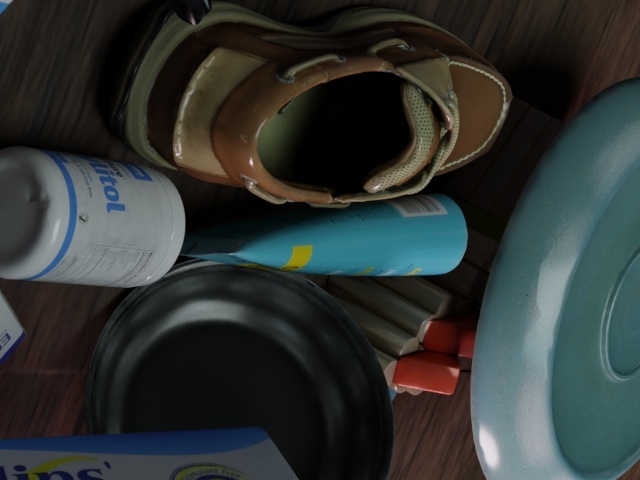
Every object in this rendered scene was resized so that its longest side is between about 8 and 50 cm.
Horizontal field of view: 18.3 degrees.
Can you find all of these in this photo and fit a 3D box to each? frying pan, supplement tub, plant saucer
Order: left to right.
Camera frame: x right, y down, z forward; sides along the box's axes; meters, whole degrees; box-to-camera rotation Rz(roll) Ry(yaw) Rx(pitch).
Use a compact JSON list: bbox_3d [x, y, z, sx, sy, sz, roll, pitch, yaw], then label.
[{"bbox_3d":[-0.131,-0.011,1.063,0.107,0.071,0.071,5,110,-55],"label":"supplement tub"},{"bbox_3d":[-0.082,0.153,1.158,0.326,0.197,0.053,-56,-171,-28],"label":"frying pan"},{"bbox_3d":[0.209,0.045,1.394,0.317,0.043,0.317,-30,128,-47],"label":"plant saucer"}]

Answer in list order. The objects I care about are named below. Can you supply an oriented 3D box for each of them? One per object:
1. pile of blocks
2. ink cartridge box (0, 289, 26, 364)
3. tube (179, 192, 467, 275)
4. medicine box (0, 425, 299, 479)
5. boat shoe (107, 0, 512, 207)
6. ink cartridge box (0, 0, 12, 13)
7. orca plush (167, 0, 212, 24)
[{"bbox_3d":[0.086,0.053,1.360,0.362,0.112,0.149,-41,142,-26],"label":"pile of blocks"},{"bbox_3d":[-0.252,0.019,0.895,0.176,0.069,0.371,-50,156,-16],"label":"ink cartridge box"},{"bbox_3d":[0.000,0.000,1.205,0.207,0.080,0.052,-3,88,-41],"label":"tube"},{"bbox_3d":[-0.154,0.250,1.013,0.263,0.149,0.289,0,125,-32],"label":"medicine box"},{"bbox_3d":[0.019,-0.067,1.175,0.324,0.120,0.122,-5,118,-51],"label":"boat shoe"},{"bbox_3d":[-0.199,-0.170,0.849,0.139,0.082,0.191,-51,147,-15],"label":"ink cartridge box"},{"bbox_3d":[-0.055,-0.181,0.953,0.287,0.151,0.102,-89,-161,-50],"label":"orca plush"}]
